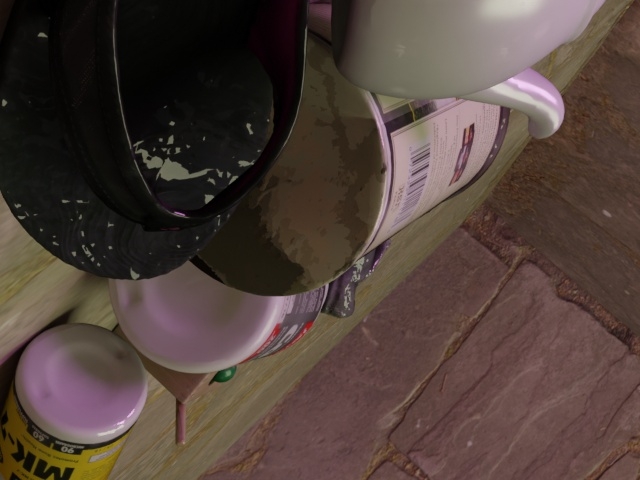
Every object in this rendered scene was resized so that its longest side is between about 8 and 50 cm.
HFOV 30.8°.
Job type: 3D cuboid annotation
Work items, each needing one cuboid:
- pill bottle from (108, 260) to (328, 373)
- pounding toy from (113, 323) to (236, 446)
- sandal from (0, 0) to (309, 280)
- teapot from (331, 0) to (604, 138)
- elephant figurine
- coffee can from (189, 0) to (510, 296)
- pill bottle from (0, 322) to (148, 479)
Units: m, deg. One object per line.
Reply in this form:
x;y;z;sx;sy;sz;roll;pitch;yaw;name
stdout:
-0.083;0.039;1.137;0.161;0.161;0.283;-49;170;7;pill bottle
-0.149;0.130;1.265;0.100;0.141;0.130;-50;170;11;pounding toy
-0.069;-0.110;0.593;0.168;0.107;0.445;-1;139;-25;sandal
0.108;-0.203;0.694;0.256;0.187;0.252;148;-54;-86;teapot
0.000;0.000;1.489;0.239;0.186;0.169;-53;140;-77;elephant figurine
0.014;-0.092;0.924;0.201;0.201;0.275;-53;169;29;coffee can
-0.244;0.179;1.104;0.119;0.119;0.208;-40;167;-41;pill bottle
